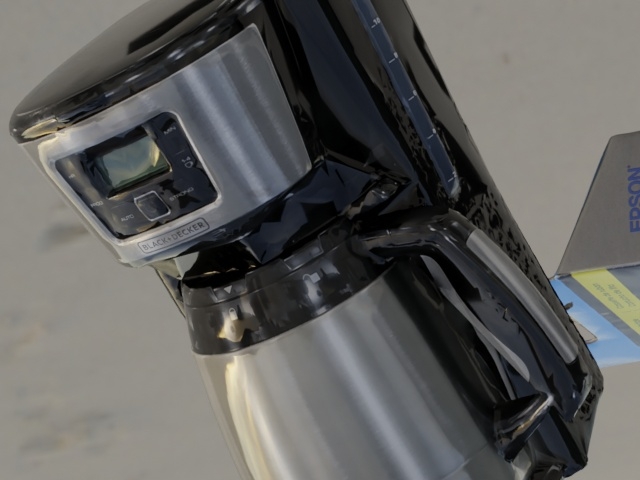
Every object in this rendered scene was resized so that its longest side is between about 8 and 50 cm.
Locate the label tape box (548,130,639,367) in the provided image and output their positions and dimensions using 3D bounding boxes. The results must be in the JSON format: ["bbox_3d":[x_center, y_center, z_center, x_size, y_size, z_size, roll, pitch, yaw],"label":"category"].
[{"bbox_3d":[0.296,0.000,1.327,0.334,0.106,0.240,-9,159,24],"label":"label tape box"}]

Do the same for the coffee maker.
[{"bbox_3d":[0.000,0.000,0.579,0.120,0.178,0.171,-26,-167,9],"label":"coffee maker"}]
